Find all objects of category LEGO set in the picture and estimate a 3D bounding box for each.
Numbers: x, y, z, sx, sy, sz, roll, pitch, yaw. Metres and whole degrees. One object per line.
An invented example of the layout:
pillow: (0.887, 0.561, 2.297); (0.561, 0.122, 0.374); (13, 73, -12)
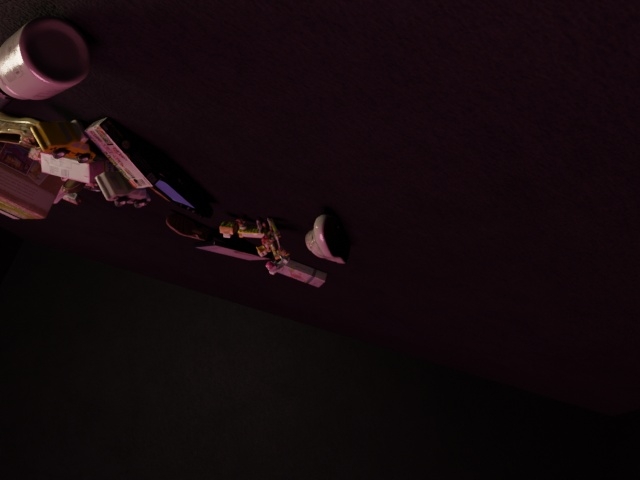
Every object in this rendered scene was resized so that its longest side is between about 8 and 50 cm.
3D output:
LEGO set: (-0.201, -0.024, 1.833); (0.287, 0.132, 0.107); (36, 155, 29)

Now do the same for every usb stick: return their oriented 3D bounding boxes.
usb stick: (-0.882, -0.381, 1.554); (0.077, 0.045, 0.278); (31, 160, -35)

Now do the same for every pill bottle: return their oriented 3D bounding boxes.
pill bottle: (-0.560, -0.350, 1.146); (0.229, 0.131, 0.131); (0, 155, 47)

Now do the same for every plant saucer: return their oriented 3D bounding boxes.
plant saucer: (-0.519, -0.157, 1.879); (0.083, 0.015, 0.083); (35, 171, 6)

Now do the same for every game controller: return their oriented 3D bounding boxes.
game controller: (-0.448, -0.159, 1.737); (0.167, 0.067, 0.319); (12, 161, 24)

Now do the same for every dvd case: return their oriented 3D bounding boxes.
dvd case: (-0.336, 0.040, 2.224); (0.253, 0.022, 0.180); (16, 168, -35)

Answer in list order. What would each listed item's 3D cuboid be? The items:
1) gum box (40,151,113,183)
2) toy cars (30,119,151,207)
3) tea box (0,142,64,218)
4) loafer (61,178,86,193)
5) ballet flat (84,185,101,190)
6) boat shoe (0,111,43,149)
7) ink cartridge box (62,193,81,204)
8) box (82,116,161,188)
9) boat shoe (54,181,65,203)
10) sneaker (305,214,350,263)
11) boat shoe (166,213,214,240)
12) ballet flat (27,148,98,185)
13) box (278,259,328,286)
gum box: (-0.737, -0.230, 1.746); (0.189, 0.062, 0.107); (14, -157, 16)
toy cars: (-0.612, -0.218, 1.620); (0.087, 0.176, 0.394); (-34, 129, 14)
tea box: (-1.066, -0.237, 1.909); (0.324, 0.219, 0.329); (0, 155, 46)
loafer: (-0.759, -0.205, 1.829); (0.056, 0.148, 0.050); (24, 144, 19)
ballet flat: (-0.829, -0.204, 2.071); (0.115, 0.041, 0.041); (12, 162, 19)
boat shoe: (-0.874, -0.307, 1.699); (0.286, 0.089, 0.104); (15, 162, 13)
ink cartridge box: (-1.030, -0.176, 2.389); (0.063, 0.029, 0.115); (22, 163, -9)
box: (-0.529, -0.228, 1.544); (0.114, 0.036, 0.207); (1, 136, 48)
boat shoe: (-0.986, -0.197, 2.131); (0.088, 0.096, 0.268); (14, 169, -40)
sneaker: (0.000, 0.000, 1.668); (0.123, 0.105, 0.290); (12, 163, 16)
boat shoe: (-0.491, -0.045, 2.153); (0.190, 0.068, 0.072); (29, 172, -29)
ballet flat: (-0.830, -0.238, 1.865); (0.241, 0.077, 0.091); (43, -169, -42)
box: (-0.075, 0.125, 2.267); (0.186, 0.038, 0.145); (22, 163, -5)
